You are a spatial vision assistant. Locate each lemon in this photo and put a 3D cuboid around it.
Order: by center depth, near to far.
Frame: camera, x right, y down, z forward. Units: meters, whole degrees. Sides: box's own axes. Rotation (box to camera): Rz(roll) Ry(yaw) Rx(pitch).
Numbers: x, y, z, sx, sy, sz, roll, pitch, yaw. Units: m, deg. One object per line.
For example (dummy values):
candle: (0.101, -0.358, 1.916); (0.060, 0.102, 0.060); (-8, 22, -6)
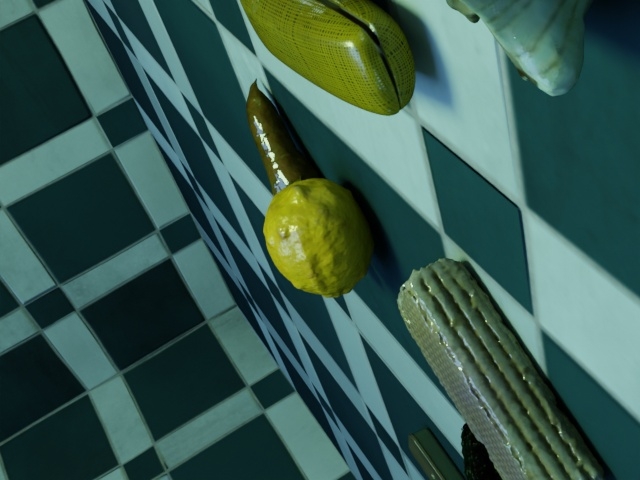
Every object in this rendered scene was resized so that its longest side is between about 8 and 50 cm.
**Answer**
lemon: (0.000, 0.000, 0.962); (0.114, 0.114, 0.155); (46, 167, 51)

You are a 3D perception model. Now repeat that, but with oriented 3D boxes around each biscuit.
biscuit: (0.150, 0.128, 0.766); (0.238, 0.062, 0.108); (58, 171, 11)

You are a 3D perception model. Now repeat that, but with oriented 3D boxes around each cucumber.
cucumber: (0.166, 0.243, 0.832); (0.245, 0.067, 0.067); (-73, -39, -61)

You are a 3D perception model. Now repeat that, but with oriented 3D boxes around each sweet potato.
sweet potato: (-0.028, -0.067, 1.054); (0.273, 0.067, 0.067); (65, 169, -2)

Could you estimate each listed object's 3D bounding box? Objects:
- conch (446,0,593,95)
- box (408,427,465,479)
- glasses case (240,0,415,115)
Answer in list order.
conch: (0.073, -0.128, 0.343); (0.234, 0.114, 0.137); (17, -141, -49)
box: (0.174, 0.333, 1.282); (0.126, 0.031, 0.091); (53, 168, 28)
glasses case: (-0.002, -0.158, 0.668); (0.234, 0.064, 0.079); (44, 163, 55)
